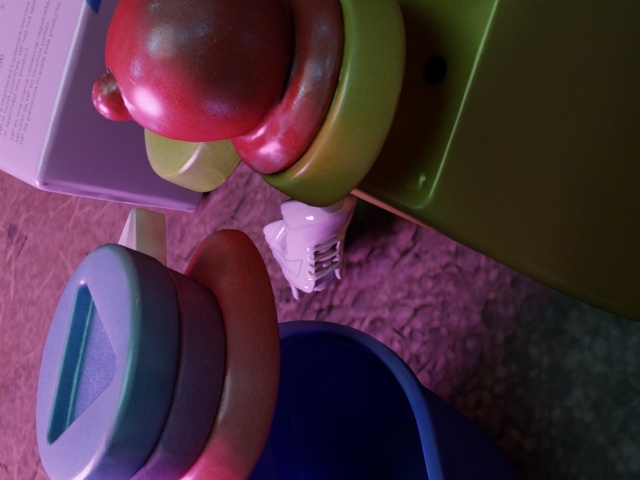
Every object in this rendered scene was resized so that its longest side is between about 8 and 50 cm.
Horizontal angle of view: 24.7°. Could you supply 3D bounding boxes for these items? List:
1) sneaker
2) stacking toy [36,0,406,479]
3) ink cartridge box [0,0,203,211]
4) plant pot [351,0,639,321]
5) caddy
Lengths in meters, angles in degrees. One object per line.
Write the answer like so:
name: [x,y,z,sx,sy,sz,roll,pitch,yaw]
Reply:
sneaker: [0.000,0.000,1.001,0.152,0.053,0.061,126,127,-74]
stacking toy: [-0.103,-0.027,0.817,0.279,0.130,0.309,39,113,60]
ink cartridge box: [-0.238,-0.219,1.220,0.395,0.166,0.285,25,101,43]
plant pot: [0.096,-0.092,0.851,0.212,0.187,0.212,27,103,43]
caddy: [-0.004,0.212,0.838,0.241,0.179,0.341,-30,51,25]
